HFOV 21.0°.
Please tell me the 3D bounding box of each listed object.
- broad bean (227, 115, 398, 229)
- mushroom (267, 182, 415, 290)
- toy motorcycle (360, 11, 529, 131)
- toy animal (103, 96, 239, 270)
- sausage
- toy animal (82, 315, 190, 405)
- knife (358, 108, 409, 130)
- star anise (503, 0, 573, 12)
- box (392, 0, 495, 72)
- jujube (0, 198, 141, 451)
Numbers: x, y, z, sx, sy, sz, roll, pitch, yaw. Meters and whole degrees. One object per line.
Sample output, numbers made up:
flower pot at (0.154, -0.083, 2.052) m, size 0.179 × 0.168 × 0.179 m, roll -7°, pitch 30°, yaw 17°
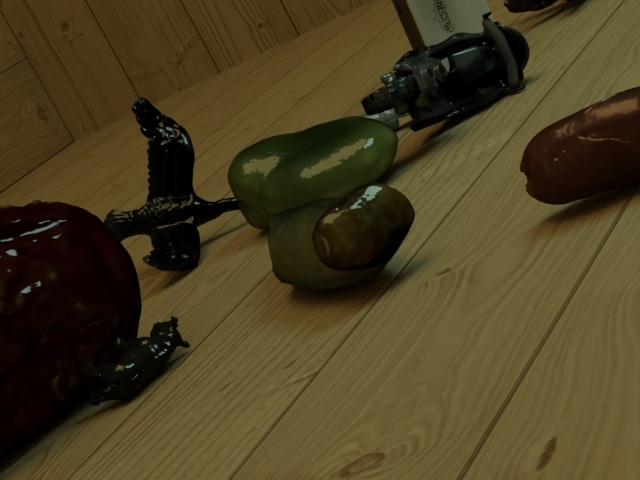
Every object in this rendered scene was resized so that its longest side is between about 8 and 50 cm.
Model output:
broad bean at (-0.007, -0.085, 2.095) m, size 0.228 × 0.100 × 0.169 m, roll -2°, pitch 34°, yaw 41°
mushroom at (-0.003, 0.002, 1.723) m, size 0.107 × 0.087 × 0.333 m, roll -28°, pitch 7°, yaw -19°
toy motorcycle at (0.164, -0.206, 2.140) m, size 0.159 × 0.106 × 0.270 m, roll -26°, pitch -3°, yaw 31°
toy animal at (-0.178, -0.046, 2.251) m, size 0.197 × 0.272 × 0.160 m, roll 7°, pitch -28°, yaw -29°
sausage at (0.360, -0.128, 1.442) m, size 0.433 × 0.088 × 0.088 m, roll -24°, pitch 12°, yaw 22°
toy animal at (-0.176, 0.115, 1.727) m, size 0.065 × 0.047 × 0.136 m, roll -13°, pitch 17°, yaw 36°
knife at (0.124, -0.175, 2.314) m, size 0.331 × 0.044 × 0.080 m, roll -25°, pitch 8°, yaw 2°
star anise at (0.386, -0.411, 2.576) m, size 0.288 × 0.088 × 0.288 m, roll -19°, pitch 24°, yaw 9°
box at (0.169, -0.332, 2.456) m, size 0.111 × 0.194 × 0.260 m, roll -25°, pitch 9°, yaw 0°
jujube at (-0.363, 0.098, 1.754) m, size 0.377 × 0.276 × 0.276 m, roll -22°, pitch 5°, yaw -43°
